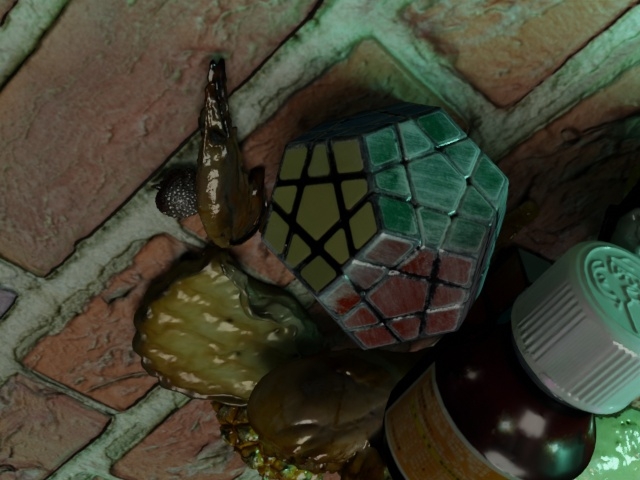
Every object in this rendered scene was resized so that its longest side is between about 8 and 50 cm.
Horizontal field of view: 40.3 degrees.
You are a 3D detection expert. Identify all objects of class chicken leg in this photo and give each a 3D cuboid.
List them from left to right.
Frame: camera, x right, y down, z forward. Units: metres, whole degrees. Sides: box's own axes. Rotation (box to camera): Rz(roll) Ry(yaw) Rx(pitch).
[{"bbox_3d":[0.108,0.273,1.321,0.409,0.295,0.182,-17,146,-29],"label":"chicken leg"}]

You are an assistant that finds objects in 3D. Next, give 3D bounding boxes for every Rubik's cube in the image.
[{"bbox_3d":[0.083,-0.023,1.092,0.319,0.319,0.264,-13,105,8],"label":"Rubik's cube"},{"bbox_3d":[0.315,0.145,1.319,0.167,0.180,0.183,22,125,-24],"label":"Rubik's cube"}]

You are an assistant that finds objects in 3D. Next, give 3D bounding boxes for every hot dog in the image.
[{"bbox_3d":[0.263,-0.011,1.276,0.137,0.028,0.044,-36,132,24],"label":"hot dog"}]

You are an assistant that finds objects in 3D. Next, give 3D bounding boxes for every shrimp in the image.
[{"bbox_3d":[-0.123,-0.116,1.140,0.066,0.117,0.262,16,118,25],"label":"shrimp"}]

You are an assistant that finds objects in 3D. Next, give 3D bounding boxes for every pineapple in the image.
[{"bbox_3d":[-0.043,0.328,1.493,0.250,0.139,0.164,30,122,-24],"label":"pineapple"}]

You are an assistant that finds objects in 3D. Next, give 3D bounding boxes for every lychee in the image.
[{"bbox_3d":[-0.188,-0.063,1.175,0.083,0.068,0.067,9,172,-16],"label":"lychee"}]

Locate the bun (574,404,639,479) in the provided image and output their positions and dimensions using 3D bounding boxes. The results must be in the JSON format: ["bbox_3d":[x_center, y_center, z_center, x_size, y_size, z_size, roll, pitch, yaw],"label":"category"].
[{"bbox_3d":[0.402,0.399,1.445,0.364,0.202,0.364,-15,166,-4],"label":"bun"}]

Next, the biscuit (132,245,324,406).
[{"bbox_3d":[-0.129,0.136,1.354,0.329,0.078,0.335,3,132,-3],"label":"biscuit"}]

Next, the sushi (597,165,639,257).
[{"bbox_3d":[0.517,0.018,1.149,0.328,0.285,0.328,-9,112,21],"label":"sushi"}]

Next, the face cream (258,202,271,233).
[{"bbox_3d":[0.000,0.000,1.250,0.182,0.051,0.072,24,130,-22],"label":"face cream"}]

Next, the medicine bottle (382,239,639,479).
[{"bbox_3d":[0.247,0.176,1.058,0.243,0.242,0.395,14,136,-16],"label":"medicine bottle"}]
